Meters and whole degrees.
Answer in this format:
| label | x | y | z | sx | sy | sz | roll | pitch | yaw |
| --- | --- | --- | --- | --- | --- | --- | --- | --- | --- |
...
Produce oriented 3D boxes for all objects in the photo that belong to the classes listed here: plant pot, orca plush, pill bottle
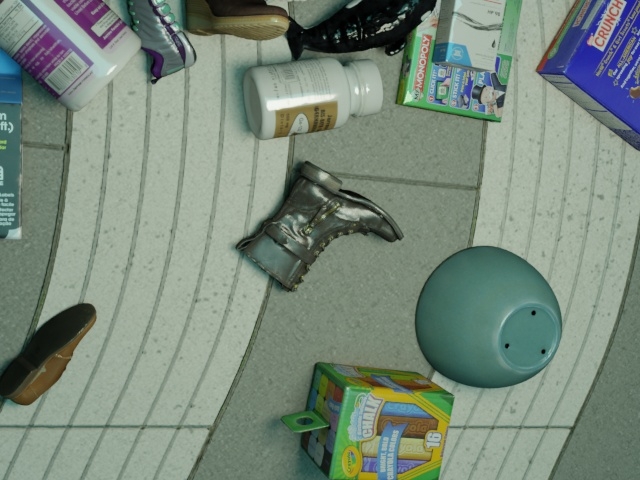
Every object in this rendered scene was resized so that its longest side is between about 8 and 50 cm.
| label | x | y | z | sx | sy | sz | roll | pitch | yaw |
| --- | --- | --- | --- | --- | --- | --- | --- | --- | --- |
| plant pot | 0.358 | 0.167 | 1.739 | 0.290 | 0.195 | 0.290 | -3 | 99 | -18 |
| orca plush | 0.080 | -0.406 | 1.588 | 0.287 | 0.102 | 0.151 | -5 | 97 | -6 |
| pill bottle | -0.012 | -0.259 | 1.588 | 0.229 | 0.131 | 0.131 | -11 | 101 | -16 |
| pill bottle | -0.447 | -0.364 | 1.409 | 0.169 | 0.169 | 0.301 | -47 | 109 | -7 |

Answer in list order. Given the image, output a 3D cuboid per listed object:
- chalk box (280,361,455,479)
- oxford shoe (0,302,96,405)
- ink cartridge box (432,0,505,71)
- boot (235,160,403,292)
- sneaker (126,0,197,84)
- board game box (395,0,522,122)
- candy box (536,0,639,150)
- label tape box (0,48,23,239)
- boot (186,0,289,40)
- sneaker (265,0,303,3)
| label | x | y | z | sx | sy | sz | roll | pitch | yaw |
| --- | --- | --- | --- | --- | --- | --- | --- | --- | --- |
| chalk box | 0.075 | 0.340 | 1.679 | 0.289 | 0.180 | 0.179 | 9 | 95 | -21 |
| oxford shoe | -0.464 | 0.198 | 1.550 | 0.212 | 0.076 | 0.076 | -47 | 139 | -9 |
| ink cartridge box | 0.279 | -0.412 | 1.650 | 0.104 | 0.060 | 0.180 | 6 | 96 | -18 |
| boot | 0.000 | 0.000 | 1.664 | 0.263 | 0.091 | 0.229 | 32 | 93 | -16 |
| sneaker | -0.302 | -0.378 | 1.503 | 0.098 | 0.083 | 0.223 | -32 | 107 | -6 |
| board game box | 0.274 | -0.401 | 1.707 | 0.214 | 0.046 | 0.317 | 8 | 96 | -18 |
| candy box | 0.635 | -0.366 | 1.792 | 0.317 | 0.122 | 0.268 | 32 | 88 | -21 |
| label tape box | -0.603 | -0.171 | 1.419 | 0.241 | 0.106 | 0.333 | 0 | 98 | -19 |
| boot | -0.131 | -0.443 | 1.469 | 0.090 | 0.248 | 0.206 | 10 | 93 | -48 |
| sneaker | -0.037 | -0.462 | 1.573 | 0.258 | 0.094 | 0.091 | -32 | 127 | -2 |
